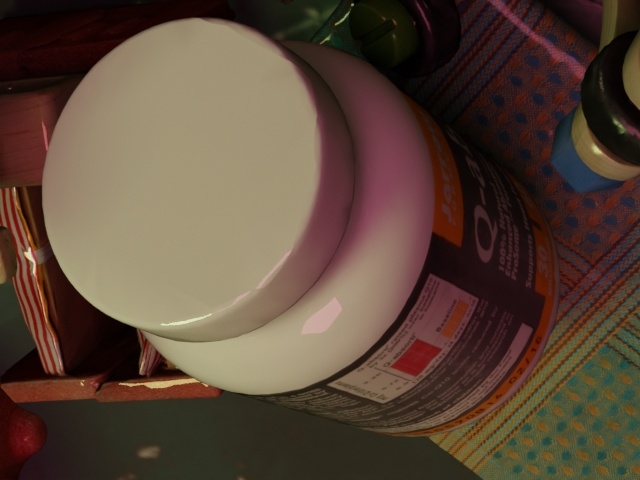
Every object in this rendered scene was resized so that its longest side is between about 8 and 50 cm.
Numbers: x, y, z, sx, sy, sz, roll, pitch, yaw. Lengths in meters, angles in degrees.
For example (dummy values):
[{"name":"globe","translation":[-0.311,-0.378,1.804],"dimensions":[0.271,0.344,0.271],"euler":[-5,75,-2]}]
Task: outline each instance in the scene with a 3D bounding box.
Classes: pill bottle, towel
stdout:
[{"name":"pill bottle","translation":[0.000,0.000,0.834],"dimensions":[0.162,0.278,0.162],"euler":[-6,76,24]},{"name":"towel","translation":[0.121,0.017,1.015],"dimensions":[0.370,0.040,0.271],"euler":[37,122,-9]}]

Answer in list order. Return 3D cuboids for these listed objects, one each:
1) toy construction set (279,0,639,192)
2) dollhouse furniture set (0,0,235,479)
[{"name":"toy construction set","translation":[0.146,-0.205,0.764],"dimensions":[0.257,0.237,0.309],"euler":[42,150,28]},{"name":"dollhouse furniture set","translation":[-0.161,0.016,0.860],"dimensions":[0.152,0.374,0.201],"euler":[-3,107,23]}]
